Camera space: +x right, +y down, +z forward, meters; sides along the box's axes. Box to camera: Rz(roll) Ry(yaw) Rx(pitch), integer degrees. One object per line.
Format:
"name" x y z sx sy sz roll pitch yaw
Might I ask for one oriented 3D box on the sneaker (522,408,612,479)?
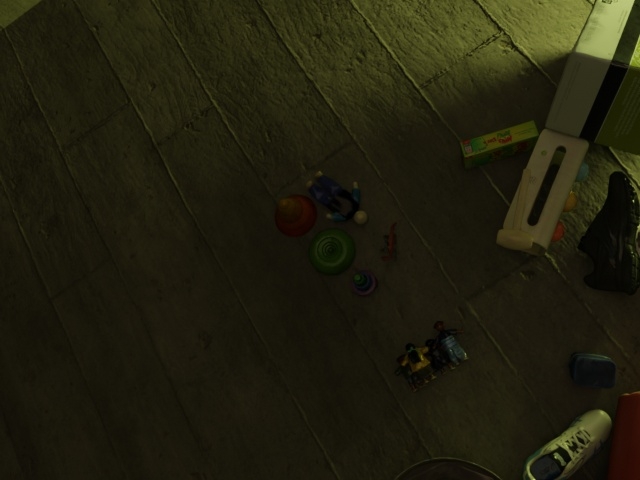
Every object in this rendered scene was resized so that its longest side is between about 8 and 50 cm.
"sneaker" 0.543 0.460 1.274 0.237 0.086 0.085 -41 69 1

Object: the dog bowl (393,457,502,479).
"dog bowl" 0.292 0.656 1.284 0.348 0.102 0.349 -3 76 13

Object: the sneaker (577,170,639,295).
"sneaker" 0.662 -0.020 1.344 0.130 0.109 0.287 -2 77 39

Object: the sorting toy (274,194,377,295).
"sorting toy" 0.000 0.000 1.507 0.127 0.126 0.365 -45 70 1

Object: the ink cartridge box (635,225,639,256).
"ink cartridge box" 0.817 -0.006 1.323 0.198 0.067 0.116 0 77 15

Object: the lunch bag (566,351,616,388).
"lunch bag" 0.605 0.289 1.310 0.098 0.065 0.067 5 94 15

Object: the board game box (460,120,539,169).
"board game box" 0.445 -0.237 1.463 0.181 0.092 0.043 -16 73 11

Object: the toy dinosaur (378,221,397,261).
"toy dinosaur" 0.173 0.011 1.487 0.047 0.090 0.082 2 33 5

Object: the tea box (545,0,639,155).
"tea box" 0.727 -0.383 1.304 0.323 0.220 0.329 22 59 17

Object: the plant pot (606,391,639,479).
"plant pot" 0.703 0.439 1.156 0.274 0.275 0.243 3 68 15

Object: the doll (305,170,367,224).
"doll" 0.052 -0.110 1.560 0.189 0.046 0.129 41 80 19

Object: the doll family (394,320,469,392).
"doll family" 0.262 0.274 1.403 0.192 0.076 0.111 -30 67 1

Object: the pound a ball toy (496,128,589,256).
"pound a ball toy" 0.521 -0.095 1.349 0.135 0.208 0.319 22 82 19
